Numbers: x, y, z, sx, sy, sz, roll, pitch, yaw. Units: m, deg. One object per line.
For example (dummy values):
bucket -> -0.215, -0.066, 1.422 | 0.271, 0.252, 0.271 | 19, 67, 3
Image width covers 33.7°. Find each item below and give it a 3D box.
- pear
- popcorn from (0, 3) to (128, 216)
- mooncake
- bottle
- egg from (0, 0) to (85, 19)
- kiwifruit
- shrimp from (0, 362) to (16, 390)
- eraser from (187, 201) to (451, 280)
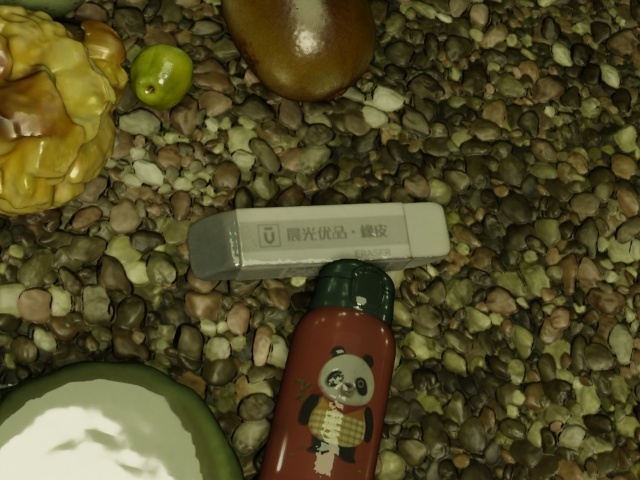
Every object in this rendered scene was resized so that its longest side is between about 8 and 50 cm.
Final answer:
pear -> -0.215, -0.225, 1.434 | 0.092, 0.092, 0.097 | 35, 25, 0
popcorn -> -0.374, -0.176, 1.315 | 0.265, 0.225, 0.332 | 38, 45, -12
mooncake -> -0.257, 0.305, 1.183 | 0.351, 0.187, 0.351 | 2, 80, -14
bottle -> 0.014, 0.186, 1.321 | 0.144, 0.144, 0.336 | 15, 66, -9
egg -> -0.395, -0.372, 1.389 | 0.228, 0.177, 0.177 | -23, 78, -7
kiwifruit -> -0.027, -0.300, 1.448 | 0.196, 0.196, 0.234 | -21, 84, -19
shrimp -> -0.547, 0.225, 1.159 | 0.411, 0.166, 0.221 | -35, 39, -2
eraser -> 0.000, 0.000, 1.421 | 0.352, 0.061, 0.089 | -3, 73, -16
